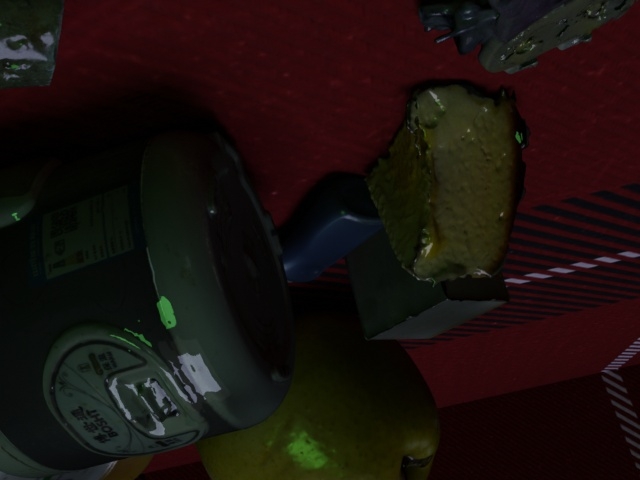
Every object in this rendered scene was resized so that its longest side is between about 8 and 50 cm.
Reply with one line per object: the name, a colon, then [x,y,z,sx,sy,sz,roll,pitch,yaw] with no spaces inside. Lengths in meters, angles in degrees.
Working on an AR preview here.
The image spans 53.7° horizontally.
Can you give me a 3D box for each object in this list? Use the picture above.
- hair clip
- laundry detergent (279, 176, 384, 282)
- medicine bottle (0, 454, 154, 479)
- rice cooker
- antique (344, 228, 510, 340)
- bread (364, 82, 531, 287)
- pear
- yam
hair clip: [0.171,-0.182,0.486,0.187,0.056,0.146,-16,161,1]
laundry detergent: [-0.001,-0.001,0.773,0.096,0.061,0.206,-3,155,-36]
medicine bottle: [-0.358,0.207,0.836,0.238,0.238,0.232,-30,149,34]
rice cooker: [-0.181,0.055,0.569,0.276,0.288,0.288,-15,154,8]
antique: [0.138,0.038,0.815,0.148,0.147,0.152,8,149,-38]
bread: [0.134,-0.064,0.625,0.140,0.169,0.160,0,137,-21]
pear: [-0.014,0.291,1.029,0.418,0.363,0.362,7,169,37]
yam: [-0.248,-0.128,0.390,0.179,0.078,0.078,-7,154,-19]
